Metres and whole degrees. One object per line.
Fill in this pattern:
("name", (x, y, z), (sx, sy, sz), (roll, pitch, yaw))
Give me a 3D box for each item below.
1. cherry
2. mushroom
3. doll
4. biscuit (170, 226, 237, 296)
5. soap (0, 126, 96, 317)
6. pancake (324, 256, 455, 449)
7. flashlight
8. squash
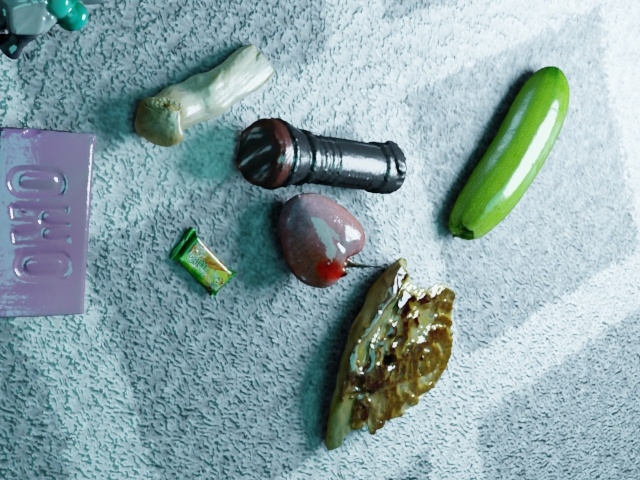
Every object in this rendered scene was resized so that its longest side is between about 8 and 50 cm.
("cherry", (0.002, -0.003, 1.540), (0.106, 0.087, 0.126), (-25, 95, -24))
("mushroom", (-0.127, -0.172, 1.433), (0.202, 0.054, 0.059), (-34, 116, -33))
("doll", (-0.258, -0.320, 1.262), (0.258, 0.153, 0.195), (-25, 132, -14))
("biscuit", (-0.141, 0.029, 1.479), (0.046, 0.016, 0.089), (-53, 125, -18))
("soap", (-0.309, -0.020, 1.310), (0.122, 0.065, 0.203), (-1, 99, -37))
("pancake", (0.089, 0.139, 1.653), (0.257, 0.056, 0.212), (-33, 124, -37))
("flashlight", (0.008, -0.098, 1.533), (0.232, 0.093, 0.093), (5, 95, -44))
("squash", (0.275, -0.121, 1.731), (0.082, 0.082, 0.292), (41, 73, -35))
